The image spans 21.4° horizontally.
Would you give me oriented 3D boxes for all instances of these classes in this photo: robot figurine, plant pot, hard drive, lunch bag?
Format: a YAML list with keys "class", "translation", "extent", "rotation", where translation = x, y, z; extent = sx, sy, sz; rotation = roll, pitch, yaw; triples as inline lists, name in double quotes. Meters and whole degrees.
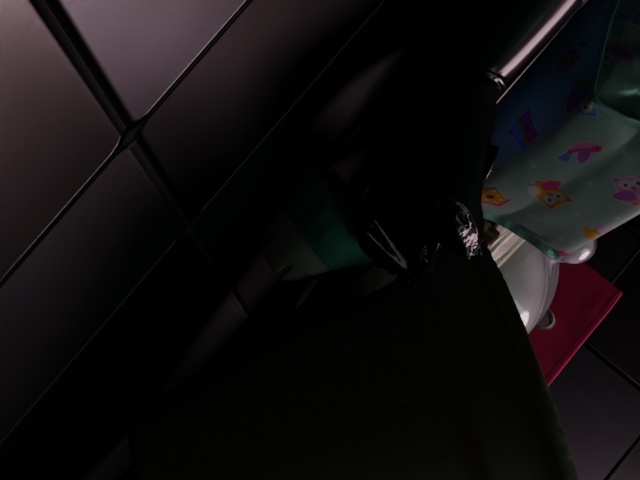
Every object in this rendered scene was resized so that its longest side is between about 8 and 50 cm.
- class: "robot figurine"
  translation: [0.144, 0.032, 1.784]
  extent: [0.299, 0.200, 0.353]
  rotation: [-17, 180, 12]
- class: "plant pot"
  translation: [0.023, 0.188, 1.335]
  extent: [0.305, 0.334, 0.334]
  rotation: [-18, 169, -2]
- class: "hard drive"
  translation: [-0.023, 0.128, 1.655]
  extent: [0.172, 0.054, 0.255]
  rotation: [-34, 163, -8]
- class: "lunch bag"
  translation: [0.243, -0.146, 1.454]
  extent: [0.223, 0.160, 0.262]
  rotation: [-36, -150, 52]

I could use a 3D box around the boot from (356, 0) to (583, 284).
- class: "boot"
  translation: [0.109, -0.099, 1.131]
  extent: [0.246, 0.094, 0.207]
  rotation: [128, -19, -58]

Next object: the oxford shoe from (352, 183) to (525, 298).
- class: "oxford shoe"
  translation: [0.191, -0.108, 1.611]
  extent: [0.449, 0.169, 0.130]
  rotation: [-46, 152, -21]

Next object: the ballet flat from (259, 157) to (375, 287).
- class: "ballet flat"
  translation: [0.000, 0.000, 1.289]
  extent: [0.087, 0.083, 0.247]
  rotation: [-36, 170, 2]

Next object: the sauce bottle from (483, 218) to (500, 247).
- class: "sauce bottle"
  translation: [0.098, -0.032, 1.485]
  extent: [0.042, 0.128, 0.042]
  rotation: [-47, 173, -8]

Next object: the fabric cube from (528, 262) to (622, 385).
- class: "fabric cube"
  translation: [0.171, 0.114, 2.109]
  extent: [0.254, 0.258, 0.259]
  rotation: [-43, 170, -38]

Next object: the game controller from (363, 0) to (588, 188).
- class: "game controller"
  translation: [0.151, -0.154, 1.350]
  extent: [0.319, 0.067, 0.166]
  rotation: [-49, 178, 25]
